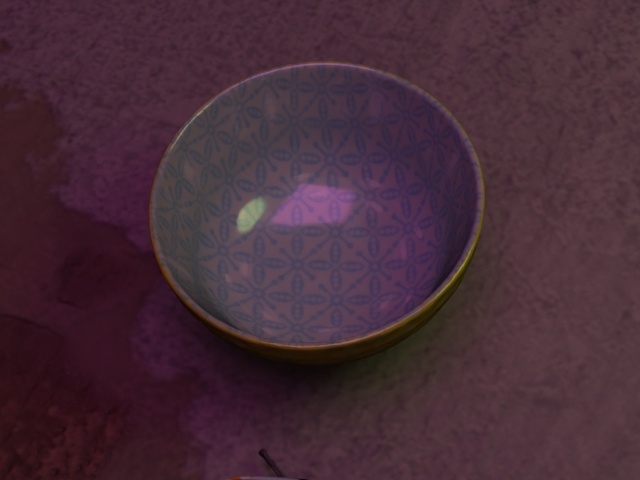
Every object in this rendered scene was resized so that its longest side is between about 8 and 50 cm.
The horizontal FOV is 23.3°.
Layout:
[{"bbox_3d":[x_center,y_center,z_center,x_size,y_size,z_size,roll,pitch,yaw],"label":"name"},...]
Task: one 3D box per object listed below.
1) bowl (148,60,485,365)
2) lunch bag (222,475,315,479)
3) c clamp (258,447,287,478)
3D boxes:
[{"bbox_3d":[0.000,0.000,1.386,0.290,0.156,0.289,-2,60,3],"label":"bowl"},{"bbox_3d":[0.035,0.304,1.224,0.303,0.115,0.243,6,60,4],"label":"lunch bag"},{"bbox_3d":[-0.058,0.277,1.312,0.137,0.022,0.161,41,69,18],"label":"c clamp"}]
